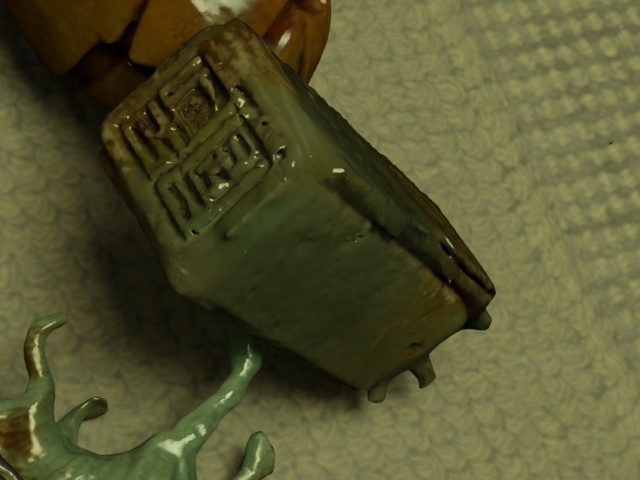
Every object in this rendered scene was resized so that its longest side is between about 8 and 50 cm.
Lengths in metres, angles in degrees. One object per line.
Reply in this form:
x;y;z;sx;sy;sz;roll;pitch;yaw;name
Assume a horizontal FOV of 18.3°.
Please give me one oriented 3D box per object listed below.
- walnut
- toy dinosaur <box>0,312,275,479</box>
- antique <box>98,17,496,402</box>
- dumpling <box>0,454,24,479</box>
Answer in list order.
-0.132;-0.212;1.343;0.209;0.209;0.336;-27;69;-35;walnut
-0.081;0.165;1.232;0.393;0.092;0.205;49;52;1;toy dinosaur
0.000;0.000;1.274;0.284;0.125;0.150;38;15;-46;antique
-0.220;0.170;1.133;0.127;0.108;0.188;-31;70;-5;dumpling
